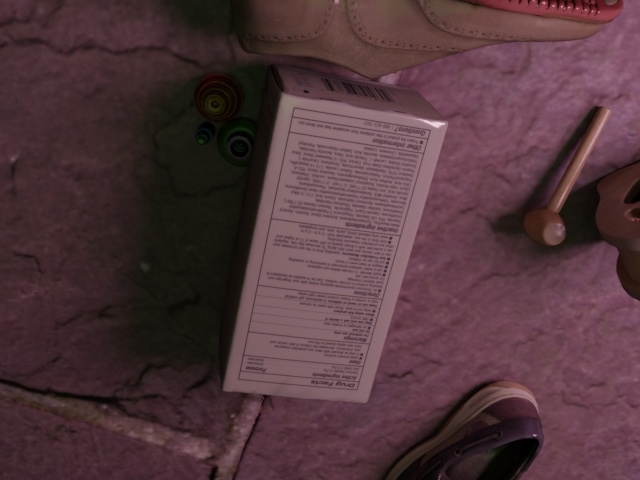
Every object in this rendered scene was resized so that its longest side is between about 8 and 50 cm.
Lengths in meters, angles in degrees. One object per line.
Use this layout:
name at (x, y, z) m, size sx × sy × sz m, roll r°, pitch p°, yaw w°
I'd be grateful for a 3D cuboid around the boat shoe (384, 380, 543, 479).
boat shoe at (0.158, 0.291, 0.906) m, size 0.103 × 0.092 × 0.285 m, roll 33°, pitch 110°, yaw -13°

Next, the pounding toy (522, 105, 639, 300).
pounding toy at (0.329, -0.050, 0.720) m, size 0.269 × 0.154 × 0.155 m, roll -26°, pitch 111°, yaw 11°

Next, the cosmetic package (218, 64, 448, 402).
cosmetic package at (0.000, 0.000, 0.757) m, size 0.160 × 0.113 × 0.309 m, roll 8°, pitch 115°, yaw -14°

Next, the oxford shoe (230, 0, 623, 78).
oxford shoe at (0.090, -0.213, 0.692) m, size 0.348 × 0.123 × 0.130 m, roll 6°, pitch 140°, yaw -4°

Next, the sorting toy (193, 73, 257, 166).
sorting toy at (-0.096, -0.112, 0.757) m, size 0.061 × 0.042 × 0.102 m, roll -23°, pitch 112°, yaw 10°
